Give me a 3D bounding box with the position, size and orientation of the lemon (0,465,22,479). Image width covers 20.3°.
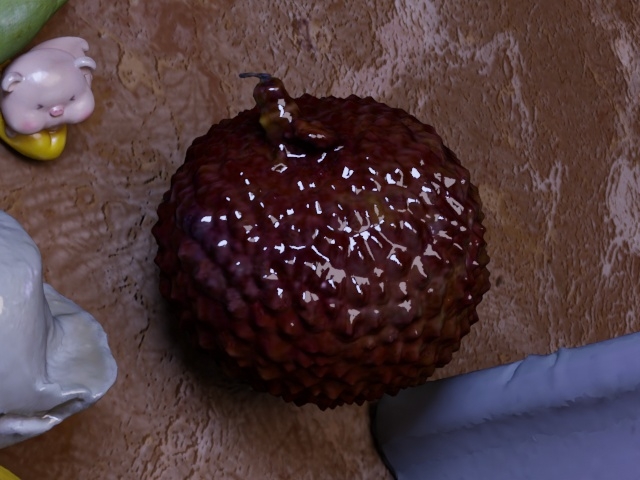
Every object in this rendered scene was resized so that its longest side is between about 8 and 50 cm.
[{"bbox_3d":[-0.256,0.226,1.165,0.257,0.188,0.188,21,63,-60],"label":"lemon"}]

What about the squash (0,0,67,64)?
[{"bbox_3d":[-0.288,-0.157,1.301,0.370,0.118,0.118,-32,99,-45],"label":"squash"}]

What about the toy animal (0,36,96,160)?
[{"bbox_3d":[-0.204,-0.112,1.383,0.114,0.082,0.091,-23,95,-44],"label":"toy animal"}]

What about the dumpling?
[{"bbox_3d":[-0.275,0.027,1.244,0.243,0.175,0.227,53,18,-35],"label":"dumpling"}]

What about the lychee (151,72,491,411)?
[{"bbox_3d":[0.000,0.000,1.412,0.264,0.264,0.300,-53,135,-38],"label":"lychee"}]

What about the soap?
[{"bbox_3d":[0.304,0.209,1.515,0.350,0.435,0.213,13,69,-42],"label":"soap"}]
